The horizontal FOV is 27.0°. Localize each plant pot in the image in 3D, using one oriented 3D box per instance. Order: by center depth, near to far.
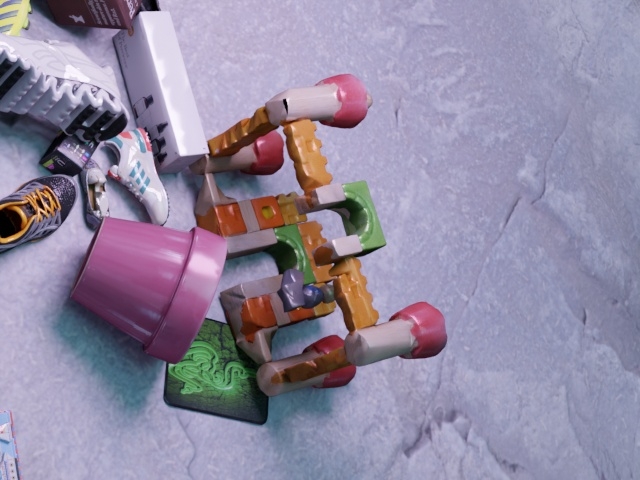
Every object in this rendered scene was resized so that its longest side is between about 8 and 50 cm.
[{"bbox_3d":[-0.255,0.057,1.932,0.180,0.201,0.201,23,59,-11],"label":"plant pot"}]

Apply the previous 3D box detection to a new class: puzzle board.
[{"bbox_3d":[-0.450,0.295,1.793,0.096,0.011,0.128,-2,75,-39],"label":"puzzle board"}]

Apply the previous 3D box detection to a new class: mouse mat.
[{"bbox_3d":[-0.156,0.198,2.066,0.190,0.007,0.152,17,64,-32],"label":"mouse mat"}]

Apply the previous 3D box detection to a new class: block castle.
[{"bbox_3d":[0.000,0.000,2.067,0.213,0.303,0.453,-12,80,-43],"label":"block castle"}]

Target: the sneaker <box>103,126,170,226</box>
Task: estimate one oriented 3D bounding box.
[{"bbox_3d":[-0.287,-0.092,2.049,0.075,0.057,0.161,-14,84,-24],"label":"sneaker"}]

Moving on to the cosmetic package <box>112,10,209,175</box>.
[{"bbox_3d":[-0.253,-0.231,2.091,0.060,0.099,0.239,-9,79,-41],"label":"cosmetic package"}]

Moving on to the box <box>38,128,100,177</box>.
[{"bbox_3d":[-0.369,-0.139,1.988,0.052,0.062,0.083,40,53,-21],"label":"box"}]

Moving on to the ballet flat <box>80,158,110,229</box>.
[{"bbox_3d":[-0.335,-0.075,2.006,0.041,0.041,0.114,2,72,-38],"label":"ballet flat"}]

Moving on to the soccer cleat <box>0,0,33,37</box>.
[{"bbox_3d":[-0.515,-0.284,1.904,0.121,0.093,0.289,46,52,-24],"label":"soccer cleat"}]

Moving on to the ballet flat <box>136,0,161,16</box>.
[{"bbox_3d":[-0.286,-0.419,2.168,0.057,0.049,0.173,-11,80,-41],"label":"ballet flat"}]

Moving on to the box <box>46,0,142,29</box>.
[{"bbox_3d":[-0.319,-0.532,2.074,0.191,0.143,0.381,73,31,-54],"label":"box"}]

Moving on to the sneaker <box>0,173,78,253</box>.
[{"bbox_3d":[-0.419,-0.036,1.897,0.084,0.083,0.215,55,48,-6],"label":"sneaker"}]

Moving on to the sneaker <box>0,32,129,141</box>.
[{"bbox_3d":[-0.404,-0.240,1.897,0.292,0.110,0.118,24,47,-42],"label":"sneaker"}]
